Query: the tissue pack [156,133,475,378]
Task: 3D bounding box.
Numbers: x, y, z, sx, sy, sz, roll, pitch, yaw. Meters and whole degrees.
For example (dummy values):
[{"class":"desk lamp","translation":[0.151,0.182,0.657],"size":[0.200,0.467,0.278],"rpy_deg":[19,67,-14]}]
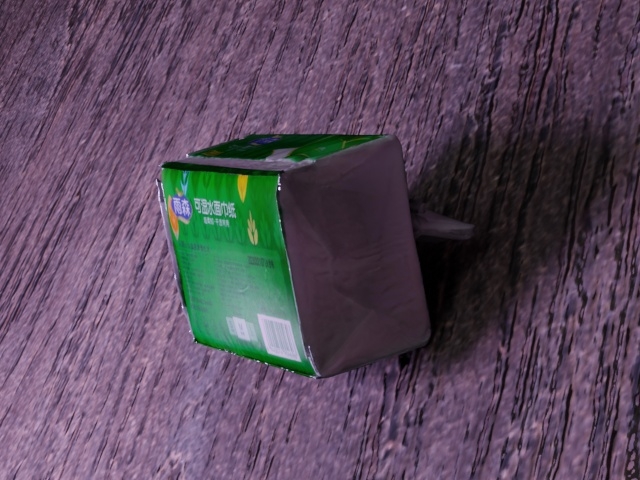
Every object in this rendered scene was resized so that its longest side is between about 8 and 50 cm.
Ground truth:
[{"class":"tissue pack","translation":[0.000,-0.002,1.318],"size":[0.156,0.148,0.209],"rpy_deg":[-18,11,-24]}]
